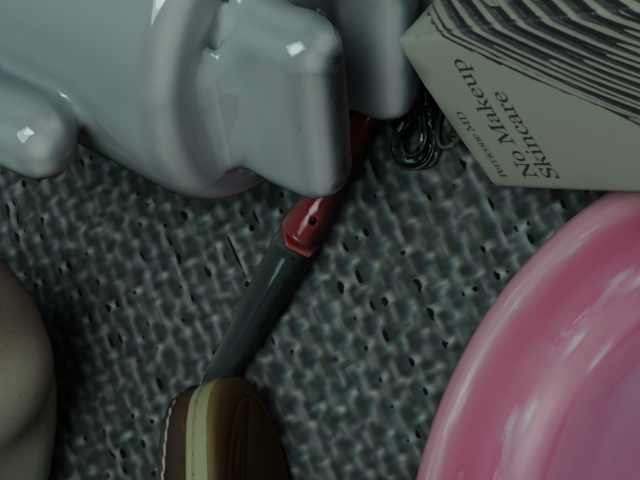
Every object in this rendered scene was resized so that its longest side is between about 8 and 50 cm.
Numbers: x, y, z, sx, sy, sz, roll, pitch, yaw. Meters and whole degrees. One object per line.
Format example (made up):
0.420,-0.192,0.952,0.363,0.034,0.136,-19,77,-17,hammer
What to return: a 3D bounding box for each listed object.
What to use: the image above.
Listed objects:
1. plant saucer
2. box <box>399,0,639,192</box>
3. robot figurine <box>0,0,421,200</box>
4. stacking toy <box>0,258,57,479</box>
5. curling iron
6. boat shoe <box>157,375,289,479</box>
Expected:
0.168,0.122,0.489,0.084,0.332,0.332,25,96,-23,plant saucer
0.167,-0.086,0.467,0.094,0.275,0.113,-48,115,-20,box
-0.114,-0.152,0.624,0.353,0.199,0.300,27,54,25,robot figurine
-0.437,0.111,0.633,0.480,0.350,0.350,15,91,16,stacking toy
0.000,0.000,0.665,0.068,0.035,0.274,41,100,18,curling iron
-0.087,0.252,0.637,0.123,0.123,0.342,-1,92,19,boat shoe
